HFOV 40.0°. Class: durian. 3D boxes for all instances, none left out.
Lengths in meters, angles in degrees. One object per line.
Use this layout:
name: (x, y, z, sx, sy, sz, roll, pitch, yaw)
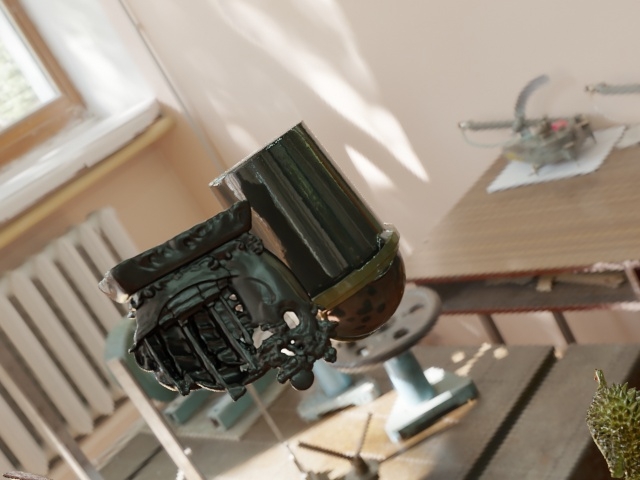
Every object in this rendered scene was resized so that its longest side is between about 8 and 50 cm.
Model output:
durian: (0.386, 0.221, 1.043, 0.102, 0.146, 0.208, -54, 29, 21)

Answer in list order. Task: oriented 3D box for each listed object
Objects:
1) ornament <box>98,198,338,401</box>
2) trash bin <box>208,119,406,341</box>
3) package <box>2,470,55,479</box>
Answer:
ornament: (-0.122, 0.102, 1.130, 0.251, 0.260, 0.106, -28, -8, -24)
trash bin: (0.000, 0.000, 1.326, 0.214, 0.333, 0.214, -32, 9, 6)
package: (-0.527, 0.447, 1.632, 0.200, 0.083, 0.022, 110, 171, -70)
